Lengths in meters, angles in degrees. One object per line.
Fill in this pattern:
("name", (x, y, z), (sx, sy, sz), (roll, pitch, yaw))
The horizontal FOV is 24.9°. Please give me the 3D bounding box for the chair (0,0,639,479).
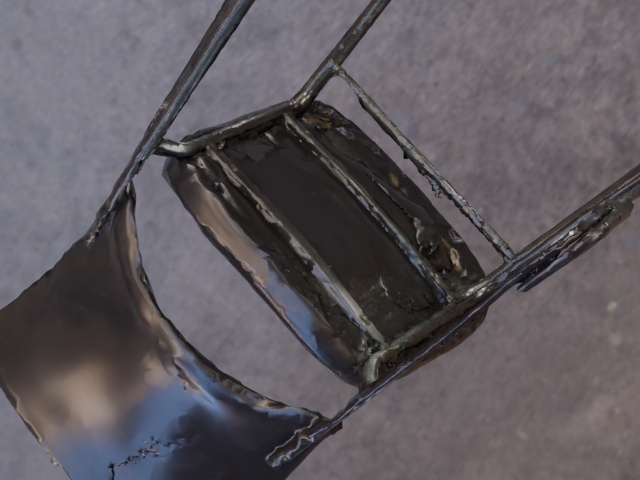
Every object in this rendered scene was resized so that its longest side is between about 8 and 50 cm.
("chair", (0.000, 0.000, 0.533), (0.140, 0.145, 0.221), (48, 120, 8))
